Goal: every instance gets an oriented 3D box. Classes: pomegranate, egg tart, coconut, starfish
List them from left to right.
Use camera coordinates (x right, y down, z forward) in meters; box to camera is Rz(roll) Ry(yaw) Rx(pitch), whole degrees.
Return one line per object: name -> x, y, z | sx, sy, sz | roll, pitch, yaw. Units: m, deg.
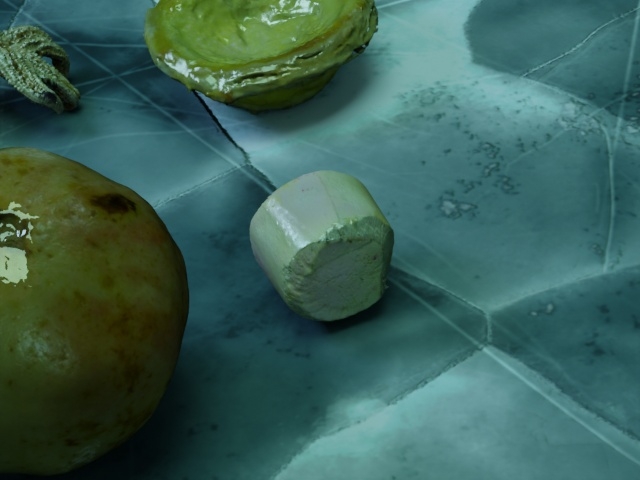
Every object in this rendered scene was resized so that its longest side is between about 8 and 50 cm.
starfish -> -0.415, -0.237, 2.092 | 0.238, 0.071, 0.216 | 33, 23, 13
pomegranate -> -0.292, 0.072, 1.626 | 0.342, 0.342, 0.342 | -4, 40, 4
egg tart -> -0.073, -0.256, 2.106 | 0.315, 0.120, 0.315 | -6, 41, 5
coconut -> 0.000, 0.000, 1.774 | 0.147, 0.147, 0.153 | -19, 39, -13
